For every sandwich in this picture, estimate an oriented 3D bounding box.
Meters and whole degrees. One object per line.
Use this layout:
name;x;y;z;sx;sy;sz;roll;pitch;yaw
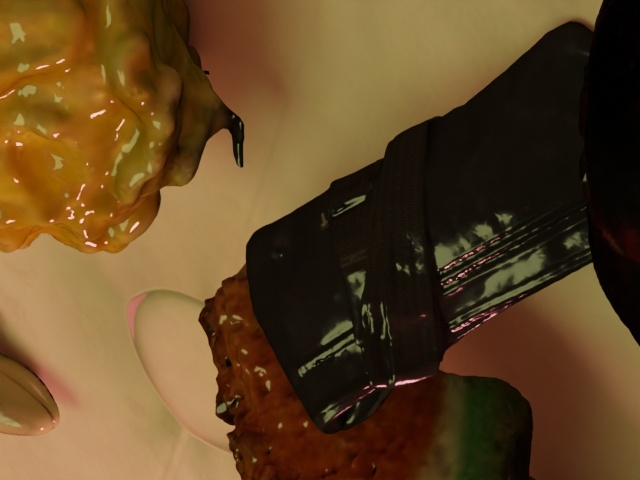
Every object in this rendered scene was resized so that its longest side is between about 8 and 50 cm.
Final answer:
sandwich;0.047;0.122;1.059;0.162;0.250;0.301;-38;83;39

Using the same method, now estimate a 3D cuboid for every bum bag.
bum bag;0.072;-0.005;0.961;0.248;0.060;0.123;-30;72;16

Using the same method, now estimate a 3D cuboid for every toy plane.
toy plane;-0.318;0.097;1.538;0.256;0.104;0.242;32;126;35

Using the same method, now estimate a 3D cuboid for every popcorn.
popcorn;-0.156;-0.107;1.082;0.225;0.249;0.249;4;130;10

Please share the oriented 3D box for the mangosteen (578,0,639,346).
mangosteen;0.207;-0.033;0.746;0.216;0.216;0.216;29;140;28
